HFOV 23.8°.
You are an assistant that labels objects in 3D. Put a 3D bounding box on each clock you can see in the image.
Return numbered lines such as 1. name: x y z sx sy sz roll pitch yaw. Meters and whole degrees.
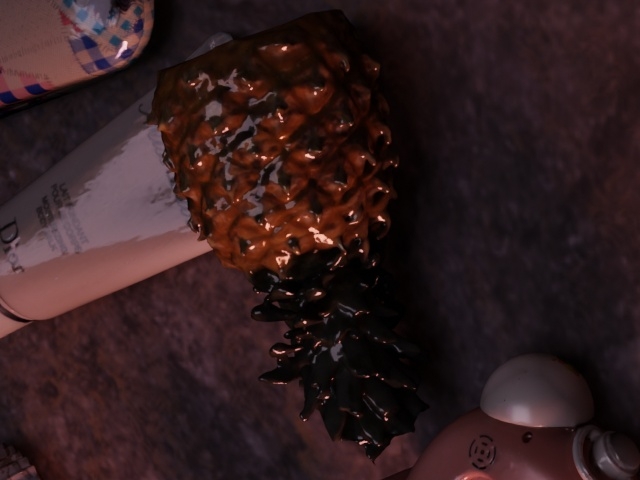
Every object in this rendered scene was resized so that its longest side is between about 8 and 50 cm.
1. clock: 0.123 0.166 0.910 0.162 0.093 0.166 -42 70 30

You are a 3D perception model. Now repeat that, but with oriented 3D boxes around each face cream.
1. face cream: -0.156 -0.018 1.114 0.314 0.089 0.143 -28 80 25

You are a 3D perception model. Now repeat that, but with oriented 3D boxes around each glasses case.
1. glasses case: -0.254 -0.159 1.162 0.328 0.076 0.125 -13 87 37

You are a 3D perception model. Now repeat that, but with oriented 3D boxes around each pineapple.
1. pineapple: 0.000 0.000 0.960 0.158 0.158 0.278 -19 95 37

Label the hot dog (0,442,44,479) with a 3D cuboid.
1. hot dog: -0.248 0.296 1.220 0.144 0.075 0.267 -8 89 34
